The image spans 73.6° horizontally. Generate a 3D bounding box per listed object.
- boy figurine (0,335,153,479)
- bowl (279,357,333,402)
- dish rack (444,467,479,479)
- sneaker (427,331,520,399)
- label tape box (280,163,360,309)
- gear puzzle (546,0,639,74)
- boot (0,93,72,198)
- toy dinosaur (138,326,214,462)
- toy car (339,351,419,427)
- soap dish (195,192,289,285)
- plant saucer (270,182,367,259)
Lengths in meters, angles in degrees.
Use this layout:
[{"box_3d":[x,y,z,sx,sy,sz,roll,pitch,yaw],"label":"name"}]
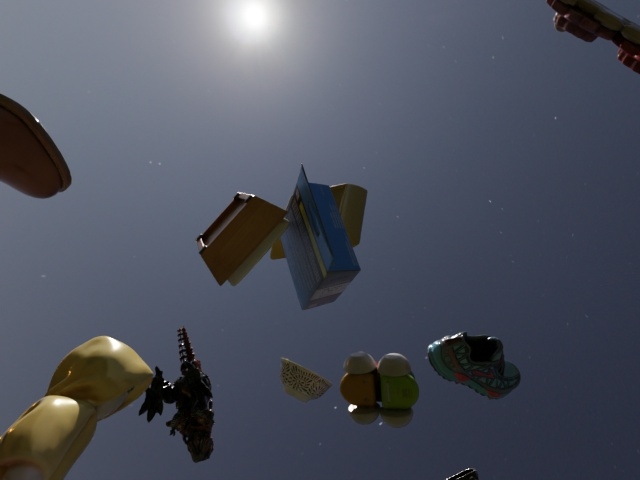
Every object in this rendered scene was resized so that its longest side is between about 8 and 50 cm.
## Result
[{"box_3d":[-0.248,0.211,0.370,0.092,0.285,0.177,28,-56,-8],"label":"boy figurine"},{"box_3d":[-0.056,0.411,1.226,0.170,0.170,0.080,15,-114,29],"label":"bowl"},{"box_3d":[0.399,0.743,1.190,0.208,0.271,0.074,-22,-102,-9],"label":"dish rack"},{"box_3d":[0.371,0.274,0.951,0.125,0.261,0.104,-49,-148,36],"label":"sneaker"},{"box_3d":[0.000,0.000,1.052,0.334,0.105,0.241,118,-43,-60],"label":"label tape box"},{"box_3d":[0.403,-0.179,0.478,0.339,0.175,0.044,40,-49,12],"label":"gear puzzle"},{"box_3d":[-0.361,-0.056,0.348,0.109,0.283,0.220,7,-116,14],"label":"boot"},{"box_3d":[-0.345,0.394,1.096,0.164,0.218,0.322,-33,-109,-10],"label":"toy dinosaur"},{"box_3d":[0.143,0.337,1.004,0.181,0.136,0.159,-4,-88,21],"label":"toy car"},{"box_3d":[-0.212,-0.017,1.097,0.229,0.118,0.291,-49,-161,-7],"label":"soap dish"},{"box_3d":[-0.012,-0.091,1.548,0.332,0.081,0.333,-9,-141,20],"label":"plant saucer"}]
